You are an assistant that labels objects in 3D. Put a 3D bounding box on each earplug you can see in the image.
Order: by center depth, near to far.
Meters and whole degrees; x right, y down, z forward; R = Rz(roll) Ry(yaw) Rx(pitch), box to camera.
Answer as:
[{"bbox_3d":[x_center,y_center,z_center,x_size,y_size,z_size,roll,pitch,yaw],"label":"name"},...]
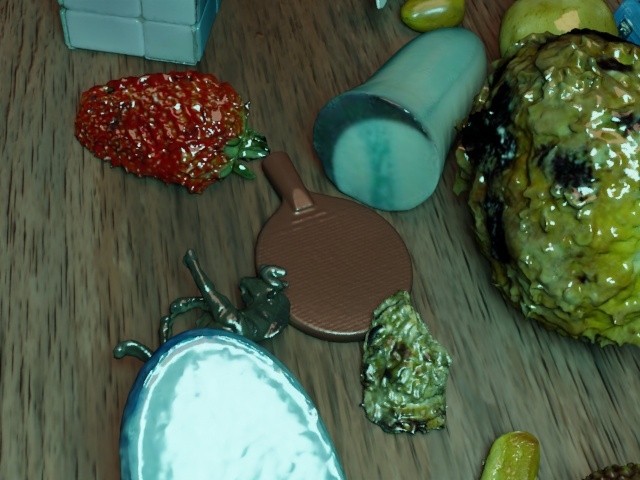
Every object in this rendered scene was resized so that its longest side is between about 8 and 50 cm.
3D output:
[{"bbox_3d":[0.144,-0.209,1.240,0.185,0.185,0.324,25,48,15],"label":"earplug"}]

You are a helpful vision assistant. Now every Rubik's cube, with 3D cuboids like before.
[{"bbox_3d":[-0.276,-0.442,1.345,0.222,0.224,0.231,8,52,1],"label":"Rubik's cube"}]

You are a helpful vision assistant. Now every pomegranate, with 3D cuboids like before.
[{"bbox_3d":[0.360,-0.311,1.313,0.196,0.196,0.196,2,52,-3],"label":"pomegranate"}]

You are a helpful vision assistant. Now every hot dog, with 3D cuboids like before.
[{"bbox_3d":[0.188,0.301,0.911,0.066,0.047,0.215,6,51,18],"label":"hot dog"}]

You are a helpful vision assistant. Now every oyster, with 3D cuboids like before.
[{"bbox_3d":[0.102,0.142,1.020,0.106,0.056,0.177,5,63,6],"label":"oyster"}]

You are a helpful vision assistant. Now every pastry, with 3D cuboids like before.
[{"bbox_3d":[0.317,-0.089,1.037,0.293,0.337,0.405,2,51,-7],"label":"pastry"}]

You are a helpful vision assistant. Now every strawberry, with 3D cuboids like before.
[{"bbox_3d":[-0.212,-0.170,1.212,0.286,0.106,0.188,8,50,3],"label":"strawberry"}]

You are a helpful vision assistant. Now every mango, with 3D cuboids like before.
[{"bbox_3d":[0.187,-0.384,1.438,0.114,0.060,0.080,-25,52,-13],"label":"mango"}]

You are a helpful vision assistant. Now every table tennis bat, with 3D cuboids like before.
[{"bbox_3d":[0.000,0.000,1.137,0.200,0.038,0.310,-18,56,-18],"label":"table tennis bat"}]

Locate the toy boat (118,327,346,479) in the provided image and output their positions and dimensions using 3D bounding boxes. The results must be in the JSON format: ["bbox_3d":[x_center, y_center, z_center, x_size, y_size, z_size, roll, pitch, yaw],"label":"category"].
[{"bbox_3d":[-0.088,0.251,0.881,0.215,0.123,0.329,-22,81,-18],"label":"toy boat"}]

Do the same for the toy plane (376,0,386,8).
[{"bbox_3d":[0.147,-0.466,1.453,0.251,0.101,0.255,4,28,36],"label":"toy plane"}]

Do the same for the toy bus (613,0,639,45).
[{"bbox_3d":[0.534,-0.258,1.316,0.134,0.113,0.246,0,51,-22],"label":"toy bus"}]

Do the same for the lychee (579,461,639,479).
[{"bbox_3d":[0.312,0.303,0.838,0.188,0.188,0.188,2,52,-3],"label":"lychee"}]

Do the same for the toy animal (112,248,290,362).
[{"bbox_3d":[-0.128,0.110,1.006,0.148,0.084,0.232,25,61,13],"label":"toy animal"}]
